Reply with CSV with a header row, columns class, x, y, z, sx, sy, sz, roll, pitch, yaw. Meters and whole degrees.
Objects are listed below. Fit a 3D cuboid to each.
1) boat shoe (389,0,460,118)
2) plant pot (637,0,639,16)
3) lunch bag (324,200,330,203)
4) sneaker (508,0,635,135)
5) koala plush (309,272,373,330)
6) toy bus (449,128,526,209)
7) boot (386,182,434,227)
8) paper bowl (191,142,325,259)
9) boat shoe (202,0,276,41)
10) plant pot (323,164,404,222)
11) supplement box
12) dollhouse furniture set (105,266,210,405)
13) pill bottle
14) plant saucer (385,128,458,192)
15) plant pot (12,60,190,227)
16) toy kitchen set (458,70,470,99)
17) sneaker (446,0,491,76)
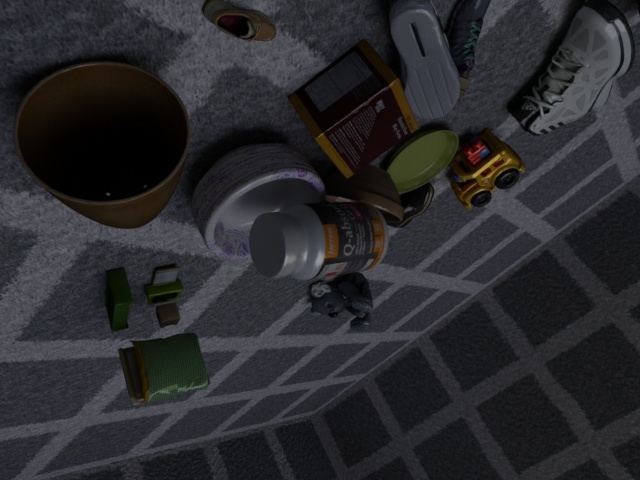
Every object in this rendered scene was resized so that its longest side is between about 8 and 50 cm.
class,x,y,z,sx,sy,sz,roll,pitch,yaw
boat shoe,0.214,-0.379,1.011,0.121,0.119,0.335,-5,155,16
plant pot,0.897,-0.595,1.173,0.235,0.292,0.293,19,127,-37
lunch bag,-0.060,-0.028,1.310,0.219,0.090,0.176,-21,173,1
sneaker,0.646,-0.412,1.334,0.258,0.169,0.447,-36,155,6
koala plush,0.067,0.218,1.854,0.222,0.203,0.196,-5,140,-3
toy bus,0.470,-0.225,1.522,0.220,0.149,0.212,-41,138,24
boot,0.251,-0.107,1.566,0.137,0.076,0.197,2,138,-38
paper bowl,-0.143,-0.098,1.103,0.285,0.148,0.284,-23,152,-13
boat shoe,-0.124,-0.347,0.815,0.135,0.045,0.050,-3,142,-42
plant pot,0.108,-0.130,1.288,0.237,0.238,0.109,24,80,-58
supplement box,0.074,-0.267,1.054,0.194,0.129,0.191,-35,152,9
dollhouse furniture set,-0.390,0.221,1.223,0.198,0.301,0.151,-8,148,-32
pill bottle,0.000,0.000,1.076,0.279,0.162,0.162,-6,144,-40
plant saucer,0.276,-0.229,1.419,0.241,0.037,0.241,-23,153,-13
plant pot,-0.332,-0.117,0.833,0.237,0.237,0.254,-21,165,-18
toy kitchen set,0.315,-0.387,1.209,0.083,0.075,0.068,-163,-88,-84
sneaker,0.315,-0.422,1.066,0.083,0.098,0.223,-14,148,-31
